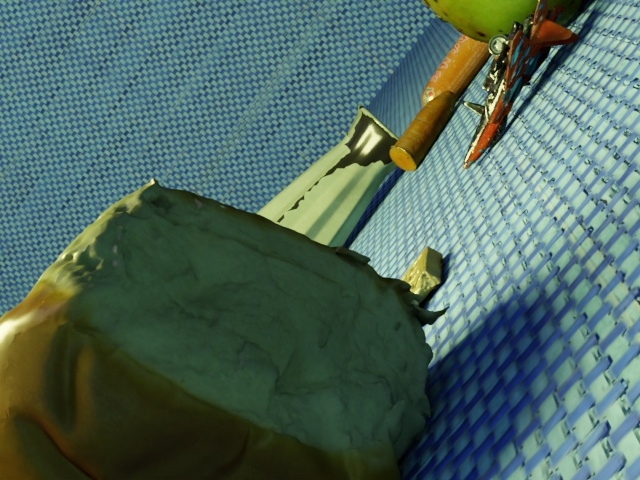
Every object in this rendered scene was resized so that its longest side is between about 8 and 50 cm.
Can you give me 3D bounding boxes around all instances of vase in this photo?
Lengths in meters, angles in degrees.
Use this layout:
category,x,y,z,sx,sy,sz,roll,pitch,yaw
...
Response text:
category,x,y,z,sx,sy,sz,roll,pitch,yaw
vase,-0.017,-0.031,1.551,0.360,0.165,0.165,-50,6,7

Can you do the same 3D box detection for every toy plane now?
category,x,y,z,sx,sy,sz,roll,pitch,yaw
toy plane,0.187,-0.160,1.055,0.189,0.061,0.130,-55,-18,17

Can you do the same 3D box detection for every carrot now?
category,x,y,z,sx,sy,sz,roll,pitch,yaw
carrot,0.150,-0.164,1.473,0.139,0.048,0.048,-55,6,-21

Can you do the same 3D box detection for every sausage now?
category,x,y,z,sx,sy,sz,roll,pitch,yaw
sausage,0.255,-0.324,1.539,0.347,0.053,0.053,-53,5,1

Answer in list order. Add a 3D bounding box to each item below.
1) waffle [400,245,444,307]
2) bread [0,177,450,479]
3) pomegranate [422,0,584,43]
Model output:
category,x,y,z,sx,sy,sz,roll,pitch,yaw
waffle,0.061,0.070,0.913,0.135,0.021,0.092,-53,4,20
bread,-0.091,0.116,0.678,0.250,0.279,0.225,-50,20,41
pomegranate,0.233,-0.342,1.139,0.286,0.231,0.231,-31,7,3
